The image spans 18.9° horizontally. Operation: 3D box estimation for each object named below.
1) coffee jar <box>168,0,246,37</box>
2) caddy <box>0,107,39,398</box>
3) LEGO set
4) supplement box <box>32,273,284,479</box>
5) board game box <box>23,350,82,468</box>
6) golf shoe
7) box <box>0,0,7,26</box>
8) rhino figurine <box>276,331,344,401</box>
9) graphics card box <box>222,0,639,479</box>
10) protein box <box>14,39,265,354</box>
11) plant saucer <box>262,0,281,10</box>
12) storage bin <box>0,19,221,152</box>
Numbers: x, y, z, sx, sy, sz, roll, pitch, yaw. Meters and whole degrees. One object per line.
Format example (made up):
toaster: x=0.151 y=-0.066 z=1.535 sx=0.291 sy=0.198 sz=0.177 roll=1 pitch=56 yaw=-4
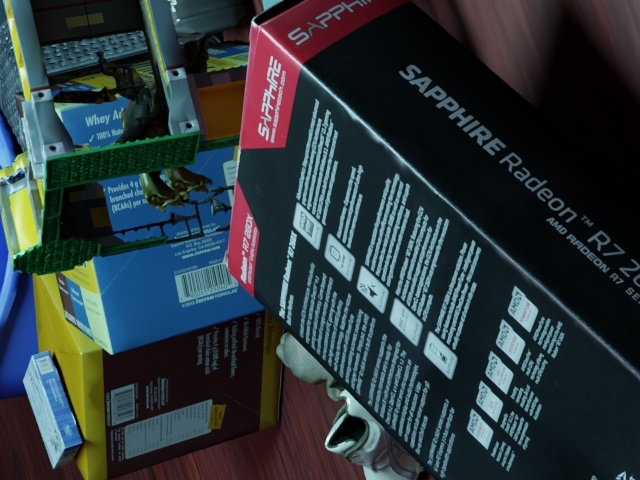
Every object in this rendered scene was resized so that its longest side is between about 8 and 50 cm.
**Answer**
coffee jar: x=-0.120 y=-0.255 z=1.583 sx=0.096 sy=0.079 sz=0.184 roll=2 pitch=107 yaw=66
caddy: x=-0.326 y=0.011 z=1.904 sx=0.241 sy=0.179 sz=0.341 roll=57 pitch=137 yaw=38
LEGO set: x=-0.085 y=-0.121 z=1.273 sx=0.255 sy=0.331 sz=0.192 roll=91 pitch=165 yaw=-71
supplement box: x=-0.147 y=0.093 z=1.760 sx=0.191 sy=0.194 sz=0.129 roll=95 pitch=152 yaw=-45
board game box: x=-0.244 y=0.154 z=1.747 sx=0.090 sy=0.020 sz=0.090 roll=129 pitch=122 yaw=-66
golf shoe: x=0.038 y=0.146 z=1.472 sx=0.069 sy=0.086 sz=0.176 roll=58 pitch=157 yaw=32
box: x=-0.251 y=-0.277 z=1.789 sx=0.143 sy=0.165 sz=0.270 roll=48 pitch=148 yaw=49
rhino figurine: x=0.000 y=0.000 z=1.462 sx=0.106 sy=0.073 sz=0.243 roll=131 pitch=136 yaw=-82
graphics card box: x=0.102 y=0.046 z=1.069 sx=0.371 sy=0.094 sz=0.232 roll=44 pitch=149 yaw=25
protein box: x=-0.119 y=-0.041 z=1.572 sx=0.136 sy=0.200 sz=0.201 roll=-158 pitch=54 yaw=-65
plant saucer: x=-0.019 y=-0.175 z=1.460 sx=0.119 sy=0.021 sz=0.119 roll=164 pitch=90 yaw=-70
storage bin: x=-0.186 y=-0.144 z=1.697 sx=0.122 sy=0.180 sz=0.084 roll=96 pitch=151 yaw=-47
